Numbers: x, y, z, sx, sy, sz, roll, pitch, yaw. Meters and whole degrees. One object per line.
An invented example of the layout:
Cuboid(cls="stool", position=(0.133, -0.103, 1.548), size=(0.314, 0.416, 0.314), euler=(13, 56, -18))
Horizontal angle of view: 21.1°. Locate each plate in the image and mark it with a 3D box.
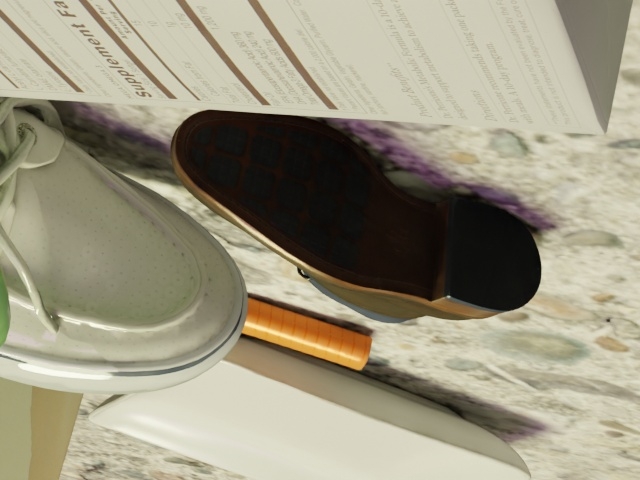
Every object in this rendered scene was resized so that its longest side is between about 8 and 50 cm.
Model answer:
Cuboid(cls="plate", position=(-0.013, 0.141, 1.320), size=(0.277, 0.045, 0.278), euler=(22, 158, -16))

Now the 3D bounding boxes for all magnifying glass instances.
Cuboid(cls="magnifying glass", position=(-0.078, 0.042, 1.145), size=(0.231, 0.026, 0.092), euler=(16, 159, -6))

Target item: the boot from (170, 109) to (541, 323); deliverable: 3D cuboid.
Cuboid(cls="boot", position=(0.000, 0.000, 0.912), size=(0.219, 0.082, 0.106), euler=(23, 155, -25))

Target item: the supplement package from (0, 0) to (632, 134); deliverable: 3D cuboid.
Cuboid(cls="supplement package", position=(-0.029, -0.127, 0.536), size=(0.244, 0.139, 0.134), euler=(5, 158, 22))

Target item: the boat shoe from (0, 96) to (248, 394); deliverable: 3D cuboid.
Cuboid(cls="boat shoe", position=(-0.199, -0.040, 0.903), size=(0.367, 0.136, 0.156), euler=(27, 154, -4))

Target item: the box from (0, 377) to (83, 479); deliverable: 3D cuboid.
Cuboid(cls="box", position=(-0.281, 0.179, 1.219), size=(0.148, 0.311, 0.121), euler=(-1, 154, 35))

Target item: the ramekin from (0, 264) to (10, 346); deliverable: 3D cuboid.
Cuboid(cls="ramekin", position=(-0.250, -0.044, 0.691), size=(0.303, 0.148, 0.303), euler=(53, 162, 26))
